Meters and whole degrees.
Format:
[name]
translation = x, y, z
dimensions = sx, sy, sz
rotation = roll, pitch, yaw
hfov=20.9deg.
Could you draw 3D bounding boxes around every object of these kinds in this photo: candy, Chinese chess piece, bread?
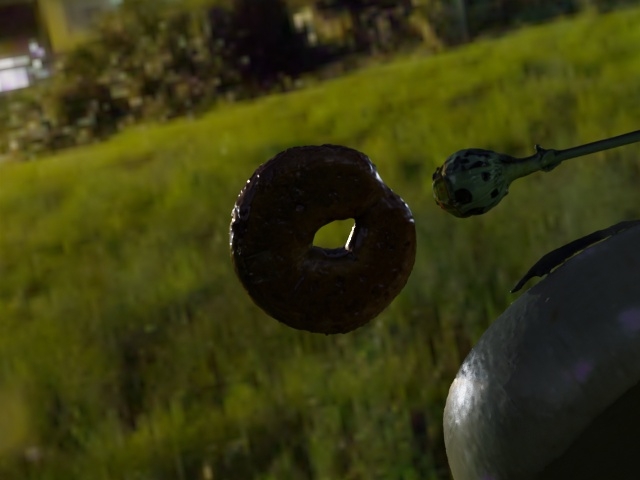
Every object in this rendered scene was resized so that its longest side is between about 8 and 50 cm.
[candy]
translation = 0.276, -0.095, 2.098
dimensions = 0.305, 0.083, 0.091
rotation = -14, 9, 26
[Chinese chess piece]
translation = 0.271, 0.133, 1.481
dimensions = 0.349, 0.349, 0.146
rotation = -13, 49, -26
[bread]
translation = 0.000, 0.000, 1.675
dimensions = 0.193, 0.193, 0.064
rotation = -10, 14, 3
